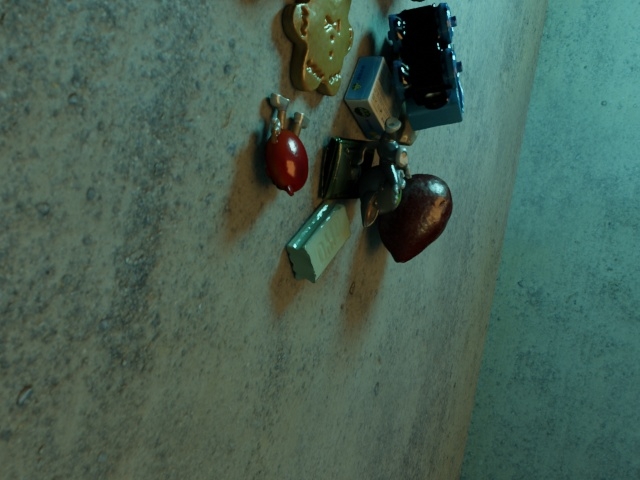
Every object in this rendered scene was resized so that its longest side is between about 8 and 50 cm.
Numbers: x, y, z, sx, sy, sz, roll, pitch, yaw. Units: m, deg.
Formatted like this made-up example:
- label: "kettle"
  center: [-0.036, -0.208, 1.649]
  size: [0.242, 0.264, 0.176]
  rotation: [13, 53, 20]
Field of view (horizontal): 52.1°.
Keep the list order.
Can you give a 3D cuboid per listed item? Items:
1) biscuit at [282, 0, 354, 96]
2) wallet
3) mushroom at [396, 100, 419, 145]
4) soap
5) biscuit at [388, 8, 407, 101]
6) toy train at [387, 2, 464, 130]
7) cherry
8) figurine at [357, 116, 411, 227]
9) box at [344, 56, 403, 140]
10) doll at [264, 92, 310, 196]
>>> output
- label: "biscuit"
  center: [0.010, -0.509, 1.478]
  size: [0.275, 0.052, 0.355]
  rotation: [-5, 104, -60]
- label: "wallet"
  center: [0.078, -0.185, 1.707]
  size: [0.236, 0.055, 0.160]
  rotation: [-9, 113, -61]
- label: "mushroom"
  center: [0.263, -0.362, 1.928]
  size: [0.247, 0.096, 0.108]
  rotation: [-59, 156, -26]
- label: "soap"
  center: [0.000, 0.000, 1.611]
  size: [0.198, 0.063, 0.114]
  rotation: [-53, 140, -40]
- label: "biscuit"
  center: [0.262, -0.535, 1.960]
  size: [0.237, 0.013, 0.232]
  rotation: [24, 77, -61]
- label: "toy train"
  center: [0.288, -0.472, 1.757]
  size: [0.265, 0.188, 0.300]
  rotation: [46, 38, -64]
- label: "cherry"
  center: [0.275, -0.074, 1.925]
  size: [0.300, 0.203, 0.230]
  rotation: [-64, -172, -13]
- label: "figurine"
  center: [0.159, -0.169, 1.666]
  size: [0.193, 0.140, 0.265]
  rotation: [-83, 165, -53]
- label: "box"
  center: [0.147, -0.373, 1.741]
  size: [0.194, 0.073, 0.139]
  rotation: [49, 56, -55]
- label: "doll"
  center: [-0.069, -0.190, 1.414]
  size: [0.183, 0.085, 0.217]
  rotation: [30, 56, -62]
